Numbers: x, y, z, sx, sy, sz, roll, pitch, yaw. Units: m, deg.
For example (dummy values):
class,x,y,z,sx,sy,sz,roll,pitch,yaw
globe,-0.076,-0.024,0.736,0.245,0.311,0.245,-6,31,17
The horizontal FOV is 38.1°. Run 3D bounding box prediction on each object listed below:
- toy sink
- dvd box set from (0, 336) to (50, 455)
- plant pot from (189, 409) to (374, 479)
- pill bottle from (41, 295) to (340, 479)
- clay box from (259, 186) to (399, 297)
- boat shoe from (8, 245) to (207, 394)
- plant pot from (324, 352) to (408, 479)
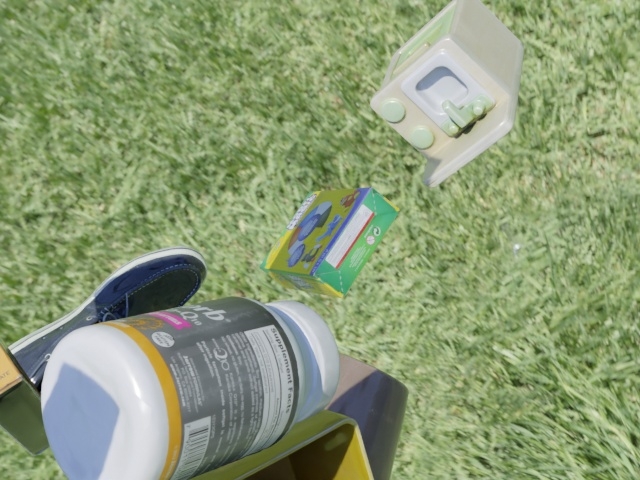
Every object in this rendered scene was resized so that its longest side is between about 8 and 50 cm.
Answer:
class,x,y,z,sx,sy,sz,roll,pitch,yaw
toy sink,0.168,-0.209,1.249,0.153,0.131,0.234,-38,20,37
dvd box set,-0.496,0.077,1.225,0.062,0.307,0.420,-35,73,-18
plant pot,-0.064,0.323,1.151,0.212,0.212,0.187,-24,20,-22
pill bottle,-0.115,0.142,0.908,0.162,0.278,0.162,5,99,37
clay box,0.000,0.000,1.156,0.127,0.053,0.222,-56,20,-13
boat shoe,-0.431,0.194,1.897,0.500,0.187,0.156,-34,46,-16
plant pot,0.037,0.323,1.579,0.263,0.263,0.229,21,77,26
